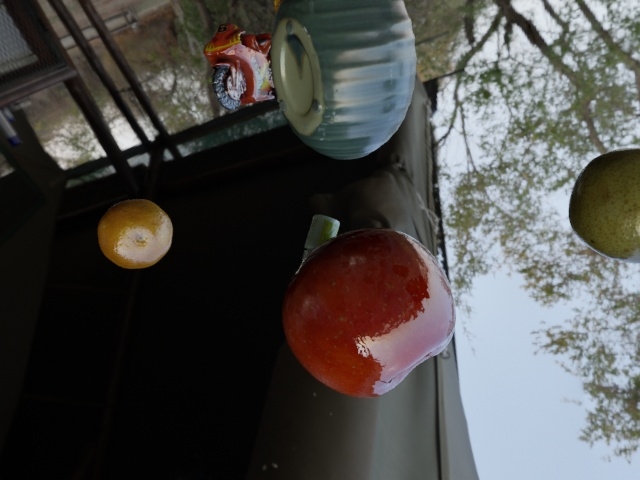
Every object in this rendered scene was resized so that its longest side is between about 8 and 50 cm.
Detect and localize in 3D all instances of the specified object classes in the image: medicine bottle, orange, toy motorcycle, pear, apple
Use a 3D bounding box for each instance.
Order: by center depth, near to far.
[{"bbox_3d":[0.382,-0.041,0.607,0.167,0.136,0.167,-5,-177,0],"label":"pear"},{"bbox_3d":[0.077,0.107,0.781,0.260,0.260,0.216,-31,-116,-17],"label":"apple"},{"bbox_3d":[0.000,0.000,0.877,0.047,0.047,0.083,10,-99,48],"label":"medicine bottle"},{"bbox_3d":[-0.148,-0.362,1.069,0.089,0.171,0.298,-13,-165,24],"label":"toy motorcycle"},{"bbox_3d":[-0.410,-0.016,1.140,0.159,0.158,0.136,-31,-156,-17],"label":"orange"}]

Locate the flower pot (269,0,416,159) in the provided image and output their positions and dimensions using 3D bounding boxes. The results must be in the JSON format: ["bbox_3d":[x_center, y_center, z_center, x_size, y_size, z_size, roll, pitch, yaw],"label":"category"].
[{"bbox_3d":[0.026,-0.226,0.663,0.157,0.242,0.189,-27,-149,-34],"label":"flower pot"}]

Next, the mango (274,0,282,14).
[{"bbox_3d":[0.021,-0.561,1.349,0.144,0.359,0.186,10,-106,42],"label":"mango"}]
